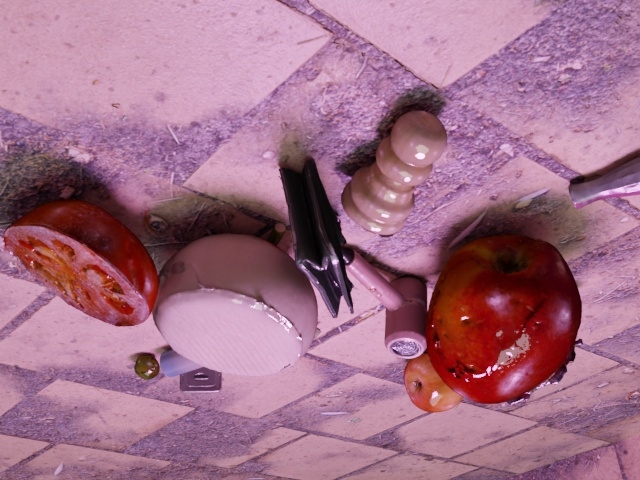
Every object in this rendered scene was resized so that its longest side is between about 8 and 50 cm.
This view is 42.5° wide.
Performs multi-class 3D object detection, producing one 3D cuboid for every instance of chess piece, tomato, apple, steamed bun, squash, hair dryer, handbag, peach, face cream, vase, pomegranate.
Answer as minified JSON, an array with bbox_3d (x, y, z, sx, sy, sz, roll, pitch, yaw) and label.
[{"bbox_3d":[0.154,-0.139,1.572,0.142,0.143,0.261,9,139,-23],"label":"chess piece"},{"bbox_3d":[-0.455,0.027,1.664,0.338,0.144,0.338,21,149,13],"label":"tomato"},{"bbox_3d":[0.350,0.417,2.444,0.199,0.199,0.199,-4,148,-3],"label":"apple"},{"bbox_3d":[-0.180,0.127,1.813,0.374,0.241,0.374,8,140,7],"label":"steamed bun"},{"bbox_3d":[-0.101,-0.007,1.825,0.027,0.027,0.083,6,147,-18],"label":"squash"},{"bbox_3d":[0.137,0.124,1.965,0.106,0.189,0.344,-25,129,32],"label":"hair dryer"},{"bbox_3d":[0.002,-0.001,1.645,0.079,0.248,0.260,-17,146,7],"label":"handbag"},{"bbox_3d":[0.405,0.190,1.913,0.353,0.339,0.417,-20,134,-20],"label":"peach"},{"bbox_3d":[-0.318,0.305,2.244,0.250,0.077,0.077,-21,145,22],"label":"face cream"},{"bbox_3d":[0.630,-0.123,1.716,0.214,0.086,0.086,-19,146,28],"label":"vase"},{"bbox_3d":[-0.487,0.357,2.315,0.073,0.073,0.084,1,173,-11],"label":"pomegranate"}]

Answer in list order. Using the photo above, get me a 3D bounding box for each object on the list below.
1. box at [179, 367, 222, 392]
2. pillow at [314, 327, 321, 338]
[{"bbox_3d":[-0.350,0.405,2.397,0.122,0.089,0.062,2,157,-12],"label":"box"},{"bbox_3d":[-0.140,0.227,2.144,0.185,0.075,0.302,-27,143,17],"label":"pillow"}]
